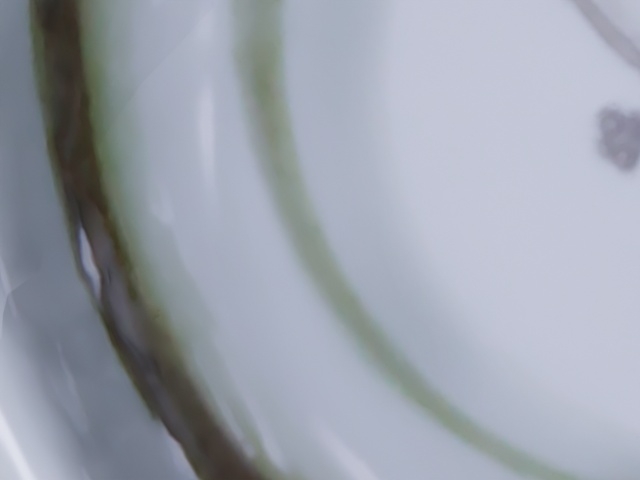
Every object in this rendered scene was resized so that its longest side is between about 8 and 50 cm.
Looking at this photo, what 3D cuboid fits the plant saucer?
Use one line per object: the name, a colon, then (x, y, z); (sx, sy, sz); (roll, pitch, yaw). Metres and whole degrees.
plant saucer: (0.108, -0.039, 0.435); (0.400, 0.100, 0.400); (0, 92, 5)
